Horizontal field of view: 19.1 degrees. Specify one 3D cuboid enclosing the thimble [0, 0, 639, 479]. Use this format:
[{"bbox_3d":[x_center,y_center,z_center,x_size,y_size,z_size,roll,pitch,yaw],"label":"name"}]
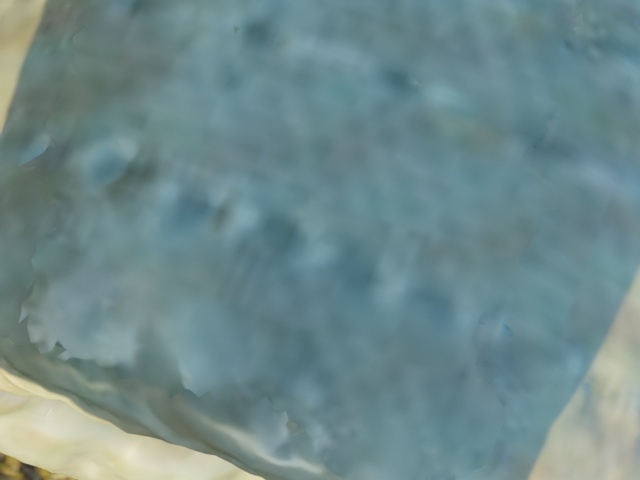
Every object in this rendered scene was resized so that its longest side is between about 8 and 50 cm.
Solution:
[{"bbox_3d":[0.000,0.000,0.599,0.291,0.291,0.195,33,73,-35],"label":"thimble"}]
